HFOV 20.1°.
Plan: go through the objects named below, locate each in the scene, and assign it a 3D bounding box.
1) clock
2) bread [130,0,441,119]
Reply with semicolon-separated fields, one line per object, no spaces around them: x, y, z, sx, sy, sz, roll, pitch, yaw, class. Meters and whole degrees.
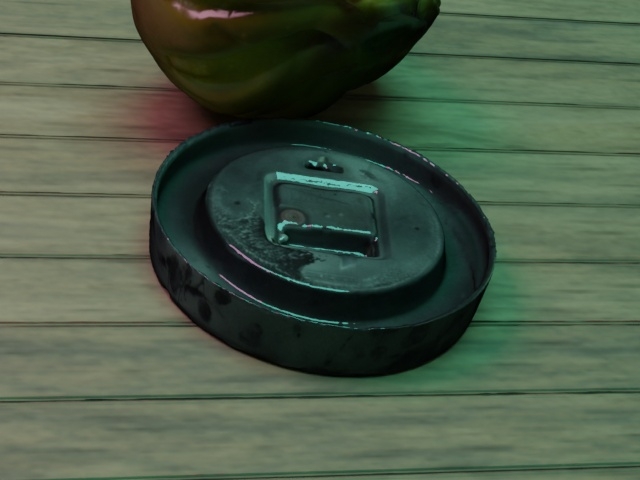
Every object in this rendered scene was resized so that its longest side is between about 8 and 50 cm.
0.000;0.000;1.108;0.215;0.042;0.215;9;36;-7;clock
-0.022;-0.147;1.202;0.158;0.156;0.261;43;36;21;bread
